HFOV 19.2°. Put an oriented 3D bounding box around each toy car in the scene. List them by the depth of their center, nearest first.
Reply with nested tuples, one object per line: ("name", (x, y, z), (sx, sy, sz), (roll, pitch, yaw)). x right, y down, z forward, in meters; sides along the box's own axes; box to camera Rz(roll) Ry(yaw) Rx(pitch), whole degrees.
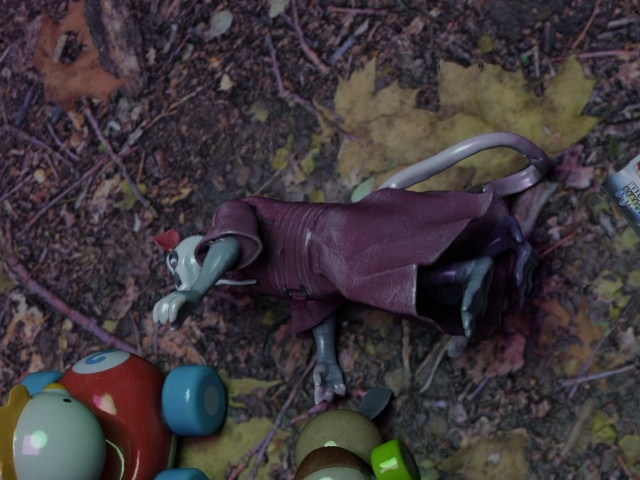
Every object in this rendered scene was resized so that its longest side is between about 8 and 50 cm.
("toy car", (0.027, 0.219, 1.787), (0.155, 0.149, 0.188), (-25, 32, 13))
("toy car", (-0.246, 0.190, 1.850), (0.219, 0.238, 0.210), (-4, 69, 26))

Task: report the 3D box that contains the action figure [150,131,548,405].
("action figure", (0.000, 0.000, 1.791), (0.370, 0.248, 0.276), (7, 73, 27))

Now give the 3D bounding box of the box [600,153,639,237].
("box", (0.359, -0.008, 1.729), (0.114, 0.036, 0.207), (-38, 58, 10))
